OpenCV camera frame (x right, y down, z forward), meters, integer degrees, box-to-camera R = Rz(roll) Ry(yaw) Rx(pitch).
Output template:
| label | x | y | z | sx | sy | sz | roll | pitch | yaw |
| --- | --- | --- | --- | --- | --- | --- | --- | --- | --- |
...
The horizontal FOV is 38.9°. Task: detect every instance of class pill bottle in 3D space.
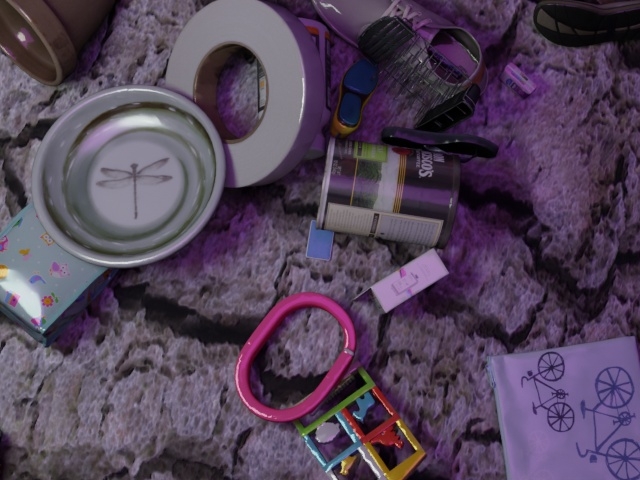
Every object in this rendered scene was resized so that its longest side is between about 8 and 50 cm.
| label | x | y | z | sx | sy | sz | roll | pitch | yaw |
| --- | --- | --- | --- | --- | --- | --- | --- | --- | --- |
| pill bottle | -0.056 | -0.320 | 1.941 | 0.162 | 0.162 | 0.279 | 0 | 83 | -2 |

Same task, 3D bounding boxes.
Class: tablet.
| label | x | y | z | sx | sy | sz | roll | pitch | yaw |
| --- | --- | --- | --- | --- | --- | --- | --- | --- | --- |
| tablet | 0.000 | 0.000 | 1.983 | 0.054 | 0.006 | 0.083 | 9 | 82 | -1 |

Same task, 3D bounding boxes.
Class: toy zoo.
| label | x | y | z | sx | sy | sz | roll | pitch | yaw |
| --- | --- | --- | --- | --- | --- | --- | --- | --- | --- |
| toy zoo | 0.084 | 0.416 | 1.867 | 0.192 | 0.030 | 0.293 | -35 | 62 | -5 |

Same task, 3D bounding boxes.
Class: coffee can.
| label | x | y | z | sx | sy | sz | roll | pitch | yaw |
| --- | --- | --- | --- | --- | --- | --- | --- | --- | --- |
| coffee can | 0.139 | -0.100 | 1.901 | 0.275 | 0.201 | 0.202 | 8 | 83 | -1 |

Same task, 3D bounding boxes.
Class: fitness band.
| label | x | y | z | sx | sy | sz | roll | pitch | yaw |
| --- | --- | --- | --- | --- | --- | --- | --- | --- | --- |
| fitness band | -0.052 | 0.246 | 1.907 | 0.209 | 0.054 | 0.291 | 35 | 79 | 14 |

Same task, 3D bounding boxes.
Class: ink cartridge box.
| label | x | y | z | sx | sy | sz | roll | pitch | yaw |
| --- | --- | --- | --- | --- | --- | --- | --- | --- | --- |
| ink cartridge box | 0.166 | 0.099 | 1.922 | 0.198 | 0.115 | 0.067 | -31 | 85 | -4 |

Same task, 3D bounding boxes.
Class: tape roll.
| label | x | y | z | sx | sy | sz | roll | pitch | yaw |
| --- | --- | --- | --- | --- | --- | --- | --- | --- | --- |
| tape roll | -0.165 | -0.302 | 1.870 | 0.392 | 0.072 | 0.392 | 4 | 97 | 35 |

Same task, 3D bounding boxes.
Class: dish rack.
| label | x | y | z | sx | sy | sz | roll | pitch | yaw |
| --- | --- | --- | --- | --- | --- | --- | --- | --- | --- |
| dish rack | 0.194 | -0.349 | 1.913 | 0.271 | 0.208 | 0.074 | 40 | 67 | -12 |

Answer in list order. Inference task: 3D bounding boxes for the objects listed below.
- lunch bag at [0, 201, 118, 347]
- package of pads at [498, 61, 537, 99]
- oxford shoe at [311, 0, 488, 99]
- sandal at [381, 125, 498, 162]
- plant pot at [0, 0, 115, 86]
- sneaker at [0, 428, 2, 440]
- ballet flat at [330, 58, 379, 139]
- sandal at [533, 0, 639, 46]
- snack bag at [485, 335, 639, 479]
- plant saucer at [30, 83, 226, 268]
| label | x | y | z | sx | sy | sz | roll | pitch | yaw |
| --- | --- | --- | --- | --- | --- | --- | --- | --- | --- |
| lunch bag | -0.558 | 0.050 | 1.877 | 0.223 | 0.160 | 0.262 | 38 | 66 | 3 |
| package of pads | 0.439 | -0.354 | 2.019 | 0.083 | 0.050 | 0.032 | 43 | 78 | 4 |
| oxford shoe | 0.180 | -0.465 | 1.987 | 0.449 | 0.130 | 0.169 | 34 | 85 | 4 |
| sandal | 0.258 | -0.200 | 1.977 | 0.254 | 0.097 | 0.055 | 8 | 81 | 9 |
| plant pot | -0.564 | -0.497 | 1.921 | 0.263 | 0.263 | 0.229 | 42 | 67 | 3 |
| sneaker | -0.692 | 0.486 | 1.866 | 0.083 | 0.084 | 0.215 | 20 | 92 | -3 |
| ballet flat | 0.067 | -0.305 | 1.978 | 0.077 | 0.077 | 0.231 | 25 | 51 | -5 |
| sandal | 0.621 | -0.503 | 2.027 | 0.302 | 0.120 | 0.086 | -1 | 55 | -4 |
| snack bag | 0.538 | 0.386 | 1.939 | 0.342 | 0.037 | 0.323 | -7 | 83 | -3 |
| plant saucer | -0.386 | -0.123 | 1.870 | 0.400 | 0.100 | 0.401 | -1 | 71 | 4 |
